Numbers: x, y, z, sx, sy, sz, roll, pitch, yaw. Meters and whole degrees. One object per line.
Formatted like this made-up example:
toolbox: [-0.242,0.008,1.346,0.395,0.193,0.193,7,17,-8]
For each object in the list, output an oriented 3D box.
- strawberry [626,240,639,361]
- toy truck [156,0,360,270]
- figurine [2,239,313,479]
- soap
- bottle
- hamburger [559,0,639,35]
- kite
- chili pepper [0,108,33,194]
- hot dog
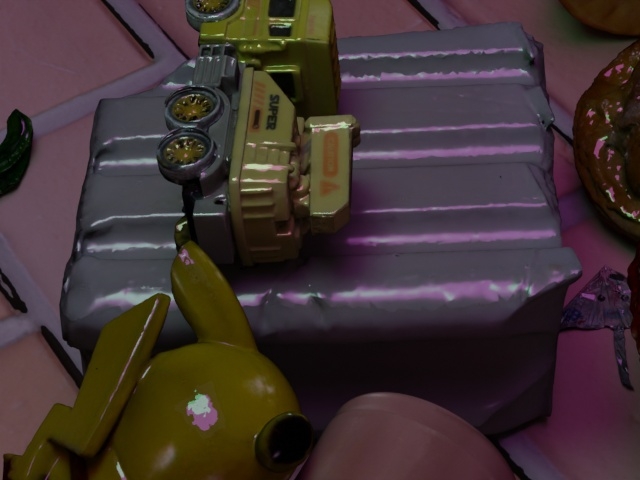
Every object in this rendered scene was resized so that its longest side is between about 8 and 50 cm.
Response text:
strawberry: [0.394,0.026,1.486,0.292,0.343,0.292,-3,76,12]
toy truck: [-0.043,-0.100,1.506,0.157,0.124,0.272,0,47,6]
figurine: [-0.130,0.170,1.425,0.326,0.169,0.218,-38,52,19]
soap: [0.000,0.000,1.636,0.435,0.213,0.350,-3,48,1]
bottle: [0.036,0.285,1.396,0.206,0.173,0.297,39,54,-5]
hamburger: [0.343,-0.345,1.925,0.246,0.246,0.170,-3,55,1]
kite: [0.278,0.078,1.682,0.139,0.011,0.157,-4,46,4]
chili pepper: [-0.361,-0.070,1.840,0.182,0.050,0.073,-29,44,-25]
hot dog: [0.330,-0.116,1.764,0.175,0.114,0.259,-33,29,37]
